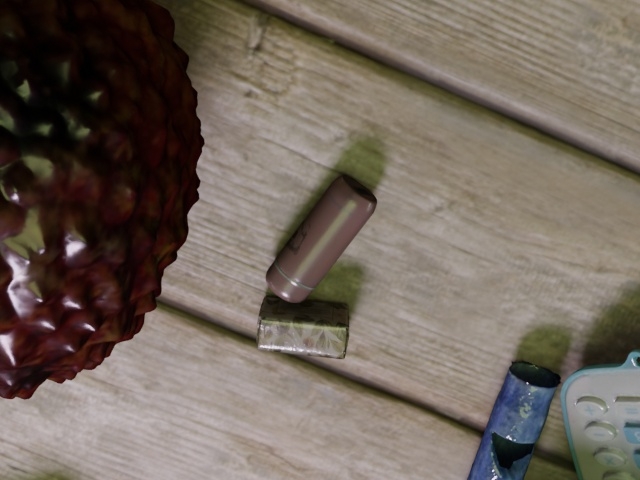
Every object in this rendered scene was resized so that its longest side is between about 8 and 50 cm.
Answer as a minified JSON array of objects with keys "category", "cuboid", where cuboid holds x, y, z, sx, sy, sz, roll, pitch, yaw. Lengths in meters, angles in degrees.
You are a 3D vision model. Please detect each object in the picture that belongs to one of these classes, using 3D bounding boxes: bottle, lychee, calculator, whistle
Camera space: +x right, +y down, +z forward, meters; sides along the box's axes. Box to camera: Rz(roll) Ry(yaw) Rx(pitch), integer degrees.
[{"category":"bottle","cuboid":[0.000,0.000,1.224,0.053,0.053,0.140,34,107,-10]},{"category":"lychee","cuboid":[-0.309,-0.092,1.006,0.424,0.425,0.500,-5,126,3]},{"category":"calculator","cuboid":[0.394,0.273,1.239,0.256,0.054,0.386,-6,117,45]},{"category":"whistle","cuboid":[0.190,0.279,1.318,0.062,0.062,0.304,15,109,-4]}]

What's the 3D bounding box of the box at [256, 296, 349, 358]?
[{"category":"box","cuboid":[-0.018,0.092,1.253,0.098,0.062,0.045,4,111,-2]}]
